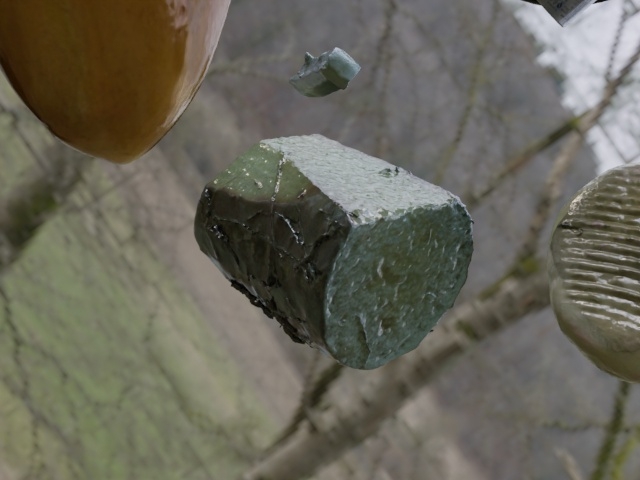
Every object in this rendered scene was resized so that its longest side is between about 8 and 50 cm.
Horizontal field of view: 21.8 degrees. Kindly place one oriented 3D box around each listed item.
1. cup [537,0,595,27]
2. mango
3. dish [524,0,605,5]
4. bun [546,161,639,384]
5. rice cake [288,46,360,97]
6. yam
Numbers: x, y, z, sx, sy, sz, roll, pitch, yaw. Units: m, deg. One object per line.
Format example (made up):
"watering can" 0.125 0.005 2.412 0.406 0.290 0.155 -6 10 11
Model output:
"cup" 0.263 -0.294 1.641 0.173 0.142 0.134 41 16 -37
"mango" -0.112 -0.164 0.838 0.154 0.126 0.252 -14 99 -59
"dish" 0.266 -0.391 1.748 0.303 0.303 0.120 60 8 -35
"bun" 0.329 0.039 1.636 0.116 0.210 0.237 63 35 -57
"rice cake" 0.000 -0.158 1.564 0.042 0.030 0.180 40 -6 -9
"yam" 0.001 0.004 1.693 0.271 0.202 0.201 38 -55 45
